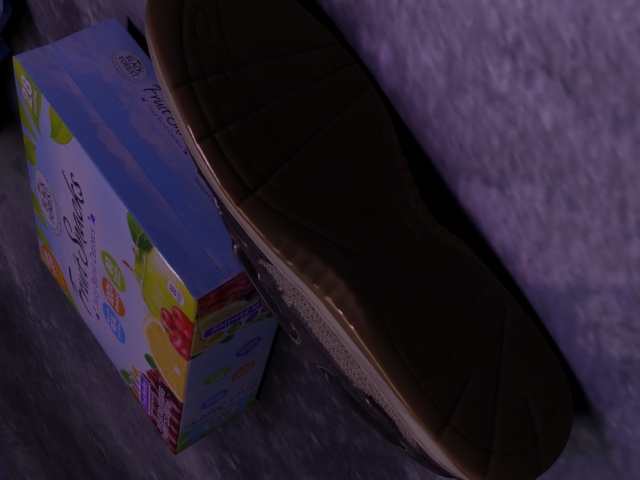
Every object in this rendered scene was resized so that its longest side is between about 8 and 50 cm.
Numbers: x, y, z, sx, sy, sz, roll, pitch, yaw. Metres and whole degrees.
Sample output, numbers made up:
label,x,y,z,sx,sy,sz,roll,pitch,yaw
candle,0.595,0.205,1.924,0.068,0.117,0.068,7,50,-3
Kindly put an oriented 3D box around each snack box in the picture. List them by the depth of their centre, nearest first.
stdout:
label,x,y,z,sx,sy,sz,roll,pitch,yaw
snack box,-0.101,0.007,0.559,0.174,0.070,0.207,51,151,19

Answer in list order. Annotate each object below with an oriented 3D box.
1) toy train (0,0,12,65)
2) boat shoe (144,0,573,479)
label,x,y,z,sx,sy,sz,roll,pitch,yaw
toy train,-0.273,-0.170,0.691,0.105,0.080,0.184,57,153,-10
boat shoe,0.001,0.000,0.361,0.223,0.080,0.073,53,148,6
